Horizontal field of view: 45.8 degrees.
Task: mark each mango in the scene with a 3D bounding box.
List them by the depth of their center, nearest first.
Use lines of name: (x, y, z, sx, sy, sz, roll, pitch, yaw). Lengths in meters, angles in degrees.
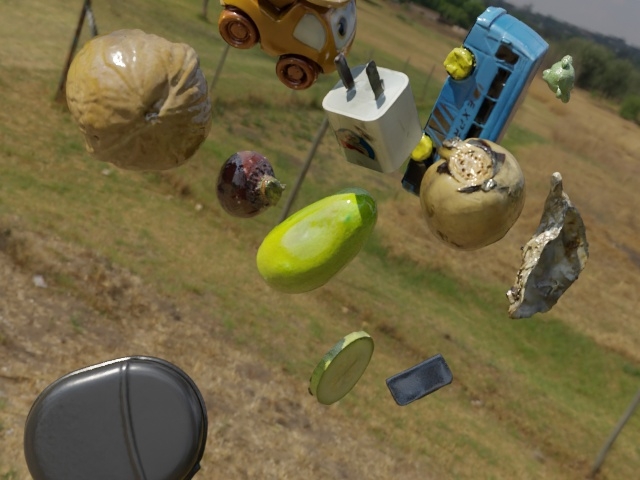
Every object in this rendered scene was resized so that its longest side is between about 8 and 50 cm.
mango: (-0.002, 0.001, 1.495, 0.149, 0.273, 0.185, 52, 5, -4)

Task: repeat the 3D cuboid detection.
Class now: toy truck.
toy truck: (-0.052, -0.434, 1.365, 0.288, 0.211, 0.204, 31, 53, -12)
toy truck: (0.294, -0.252, 1.476, 0.162, 0.385, 0.161, 29, 33, 12)

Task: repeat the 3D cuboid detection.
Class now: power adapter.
power adapter: (0.083, -0.236, 1.308, 0.130, 0.125, 0.205, 23, -26, 35)

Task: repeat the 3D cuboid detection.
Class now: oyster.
oyster: (0.607, 0.035, 1.995, 0.204, 0.396, 0.111, 21, 2, -35)

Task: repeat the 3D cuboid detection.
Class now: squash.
squash: (0.058, 0.332, 1.971, 0.041, 0.219, 0.219, 39, 25, 29)

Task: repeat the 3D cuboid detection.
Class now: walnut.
walnut: (-0.370, -0.287, 1.559, 0.332, 0.333, 0.333, 20, 20, -8)

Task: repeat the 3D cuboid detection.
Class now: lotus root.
lotus root: (0.270, -0.065, 1.346, 0.182, 0.183, 0.310, 30, -9, 19)

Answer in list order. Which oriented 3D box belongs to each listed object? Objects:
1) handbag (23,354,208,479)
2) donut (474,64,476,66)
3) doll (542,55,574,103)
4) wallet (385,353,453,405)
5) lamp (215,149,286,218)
handbag: (-0.340, 0.327, 1.265, 0.308, 0.254, 0.093, -15, -7, -4)
donut: (0.431, -0.425, 2.112, 0.140, 0.141, 0.059, 4, 4, -42)
doll: (0.587, -0.394, 1.851, 0.077, 0.115, 0.150, 9, 13, 26)
wallet: (0.243, 0.341, 1.848, 0.082, 0.156, 0.018, 61, -5, 24)
lamp: (-0.156, -0.123, 1.697, 0.135, 0.156, 0.157, 19, 32, 36)
